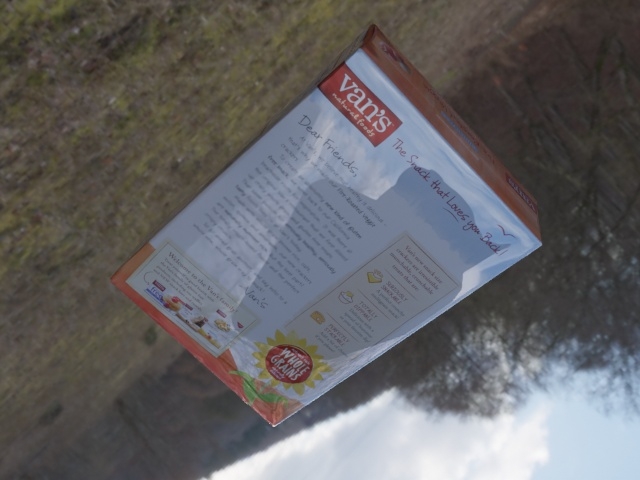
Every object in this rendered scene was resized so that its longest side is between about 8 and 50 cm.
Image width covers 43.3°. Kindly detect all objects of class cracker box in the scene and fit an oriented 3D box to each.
[{"bbox_3d":[0.000,0.000,0.518,0.232,0.156,0.067,-38,-166,27],"label":"cracker box"}]
